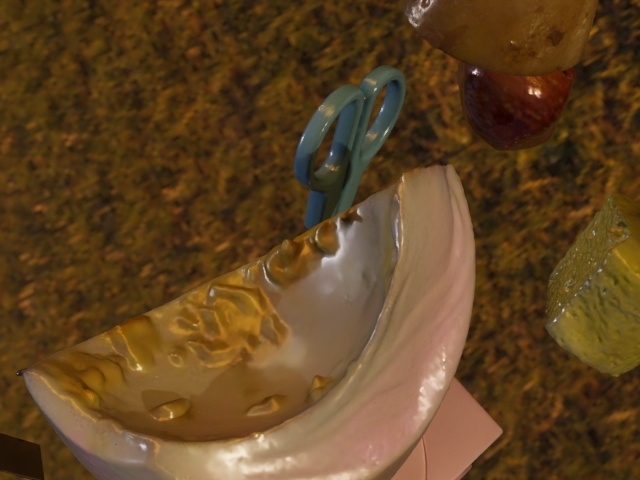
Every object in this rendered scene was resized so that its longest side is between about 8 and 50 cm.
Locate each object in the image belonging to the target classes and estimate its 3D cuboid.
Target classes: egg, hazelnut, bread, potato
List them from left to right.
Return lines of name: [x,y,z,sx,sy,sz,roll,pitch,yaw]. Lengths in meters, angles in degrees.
egg: [-0.018,0.087,0.855,0.162,0.271,0.206,64,174,4]
hazelnut: [0.220,-0.177,1.696,0.143,0.154,0.143,3,108,11]
potato: [0.194,-0.273,1.444,0.203,0.178,0.158,13,135,-9]
bread: [0.250,0.038,1.195,0.111,0.129,0.114,38,121,-7]

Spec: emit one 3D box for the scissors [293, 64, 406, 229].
scissors: [0.000,0.000,1.724,0.029,0.192,0.447,31,129,20]

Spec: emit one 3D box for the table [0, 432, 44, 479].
table: [-0.424,0.268,1.651,0.146,0.175,0.062,-47,39,27]

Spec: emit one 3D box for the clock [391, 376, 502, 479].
clock: [-0.001,0.263,1.239,0.080,0.290,0.275,46,152,10]
